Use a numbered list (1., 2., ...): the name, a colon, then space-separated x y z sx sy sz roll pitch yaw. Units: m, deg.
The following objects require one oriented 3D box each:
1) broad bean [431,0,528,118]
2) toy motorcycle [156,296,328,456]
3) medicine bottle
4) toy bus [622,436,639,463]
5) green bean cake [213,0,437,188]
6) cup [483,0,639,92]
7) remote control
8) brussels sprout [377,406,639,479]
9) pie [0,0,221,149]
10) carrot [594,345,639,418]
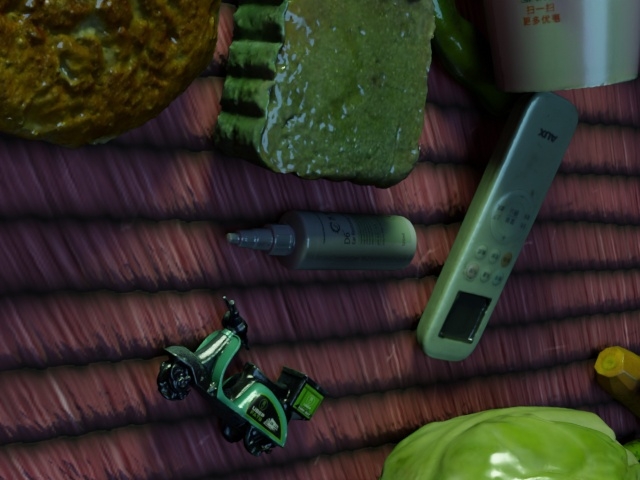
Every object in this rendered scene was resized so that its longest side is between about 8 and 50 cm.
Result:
1. broad bean: 0.154 -0.192 0.849 0.254 0.046 0.065 40 64 -34
2. toy motorcycle: -0.074 0.131 0.760 0.173 0.058 0.100 46 67 -35
3. medicine bottle: 0.000 0.000 0.780 0.199 0.057 0.058 2 100 -35
4. toy bus: 0.384 0.364 1.085 0.301 0.139 0.113 -18 113 -33
5. green bean cake: 0.003 -0.144 0.723 0.173 0.094 0.181 3 99 -36
6. cup: 0.221 -0.291 0.769 0.203 0.203 0.289 -15 106 -32
7. remote control: 0.186 -0.013 0.891 0.090 0.038 0.310 15 102 -40
8. brussels sprout: 0.199 0.317 0.870 0.328 0.247 0.328 -6 112 -14
9. pie: -0.166 -0.203 0.535 0.315 0.092 0.315 -38 139 -42
10. carrot: 0.476 0.241 1.169 0.314 0.066 0.066 41 77 -35
